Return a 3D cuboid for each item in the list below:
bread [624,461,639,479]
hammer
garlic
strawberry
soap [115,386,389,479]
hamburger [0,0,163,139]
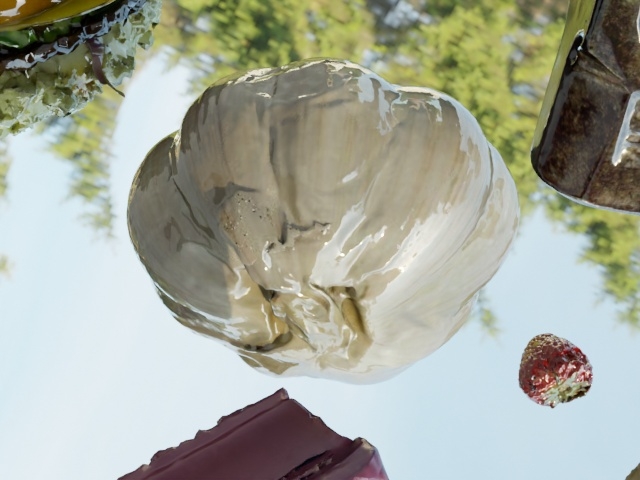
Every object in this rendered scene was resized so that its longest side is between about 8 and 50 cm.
[{"bbox_3d":[0.427,0.302,1.435,0.246,0.195,0.176,-49,-162,11],"label":"bread"},{"bbox_3d":[0.182,-0.207,0.774,0.409,0.095,0.242,-79,178,-60],"label":"hammer"},{"bbox_3d":[-0.001,-0.002,0.791,0.228,0.228,0.152,-38,-140,40],"label":"garlic"},{"bbox_3d":[0.225,0.122,1.345,0.073,0.073,0.083,-50,-143,27],"label":"strawberry"},{"bbox_3d":[-0.080,0.191,0.579,0.099,0.250,0.162,29,-41,50],"label":"soap"},{"bbox_3d":[-0.214,-0.173,0.885,0.139,0.243,0.262,86,0,-51],"label":"hamburger"}]
